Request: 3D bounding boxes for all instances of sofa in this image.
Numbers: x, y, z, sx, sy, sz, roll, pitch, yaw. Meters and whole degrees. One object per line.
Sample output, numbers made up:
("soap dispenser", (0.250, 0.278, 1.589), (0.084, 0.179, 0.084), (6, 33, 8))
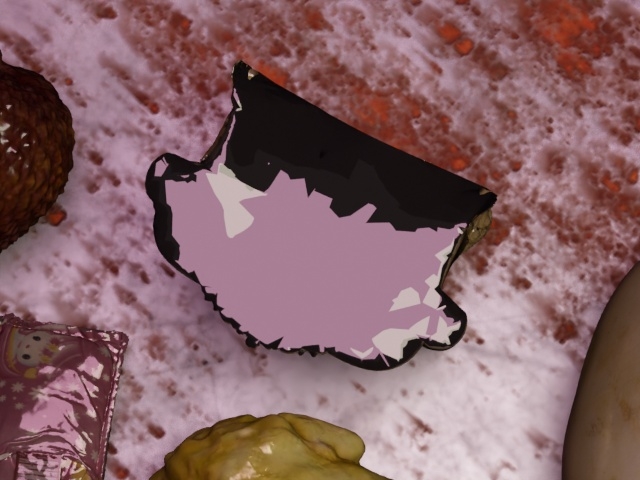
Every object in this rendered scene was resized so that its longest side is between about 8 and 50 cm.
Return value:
("sofa", (0.000, 0.000, 1.497), (0.258, 0.200, 0.182), (27, 90, 4))

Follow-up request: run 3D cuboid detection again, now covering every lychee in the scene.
("lychee", (-0.286, -0.070, 1.504), (0.194, 0.194, 0.194), (0, 78, -1))

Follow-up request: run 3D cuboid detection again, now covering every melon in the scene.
("melon", (0.298, 0.131, 1.448), (0.223, 0.223, 0.317), (18, 75, 3))

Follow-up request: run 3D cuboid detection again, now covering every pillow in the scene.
("pillow", (-0.214, 0.153, 1.529), (0.118, 0.043, 0.185), (7, 75, 4))

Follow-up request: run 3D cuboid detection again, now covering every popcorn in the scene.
("popcorn", (-0.023, 0.264, 1.424), (0.215, 0.252, 0.286), (-13, 79, -45))
